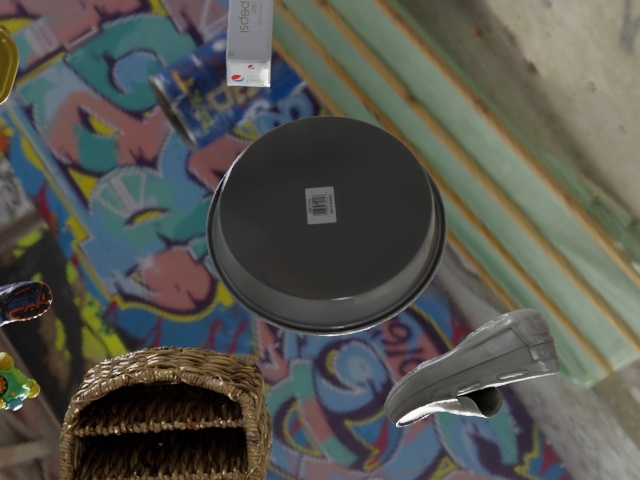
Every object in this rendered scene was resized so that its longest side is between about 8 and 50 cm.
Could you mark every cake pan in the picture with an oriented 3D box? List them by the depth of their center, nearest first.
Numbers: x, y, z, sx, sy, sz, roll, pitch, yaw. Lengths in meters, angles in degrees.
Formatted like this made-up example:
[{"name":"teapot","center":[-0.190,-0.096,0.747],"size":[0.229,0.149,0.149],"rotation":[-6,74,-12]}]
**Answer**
[{"name":"cake pan","center":[0.006,-0.031,1.195],"size":[0.293,0.293,0.054],"rotation":[54,166,25]}]

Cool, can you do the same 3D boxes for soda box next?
[{"name":"soda box","center":[-0.107,-0.348,1.556],"size":[0.074,0.069,0.216],"rotation":[97,174,-64]}]

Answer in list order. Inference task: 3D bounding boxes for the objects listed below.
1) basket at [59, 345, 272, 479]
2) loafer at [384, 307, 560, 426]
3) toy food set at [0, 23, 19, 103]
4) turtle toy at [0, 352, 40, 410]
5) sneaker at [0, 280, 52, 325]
[{"name":"basket","center":[-0.231,0.295,1.486],"size":[0.223,0.299,0.214],"rotation":[-79,-15,-66]},{"name":"loafer","center":[0.212,0.210,1.452],"size":[0.319,0.112,0.112],"rotation":[-42,65,43]},{"name":"toy food set","center":[-0.613,-0.316,1.818],"size":[0.128,0.218,0.071],"rotation":[23,-146,-12]},{"name":"turtle toy","center":[-0.497,0.223,1.517],"size":[0.095,0.130,0.066],"rotation":[58,-144,-38]},{"name":"sneaker","center":[-0.606,0.127,1.825],"size":[0.087,0.221,0.083],"rotation":[6,105,61]}]
